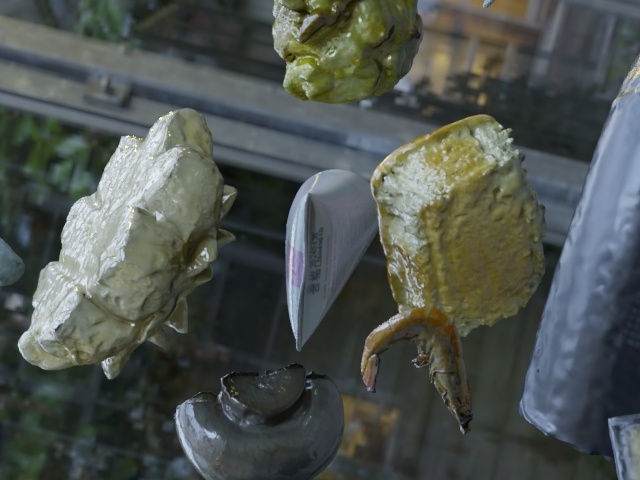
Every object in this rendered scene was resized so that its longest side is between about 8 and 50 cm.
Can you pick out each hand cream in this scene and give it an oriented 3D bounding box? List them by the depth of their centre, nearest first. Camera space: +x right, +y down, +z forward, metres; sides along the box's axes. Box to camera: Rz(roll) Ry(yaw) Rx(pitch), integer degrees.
[{"bbox_3d":[0.000,0.000,1.899,0.358,0.118,0.185,-57,-27,-75],"label":"hand cream"}]

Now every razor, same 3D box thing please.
[{"bbox_3d":[0.282,0.018,1.200,0.107,0.189,0.326,-97,27,-89],"label":"razor"}]

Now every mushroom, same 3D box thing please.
[{"bbox_3d":[-0.057,0.218,1.674,0.141,0.188,0.117,106,148,-57],"label":"mushroom"}]

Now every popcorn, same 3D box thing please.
[{"bbox_3d":[0.035,-0.285,1.912,0.266,0.192,0.233,-4,-81,-65],"label":"popcorn"}]

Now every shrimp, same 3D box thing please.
[{"bbox_3d":[0.086,0.116,1.281,0.127,0.091,0.025,62,177,-17],"label":"shrimp"}]

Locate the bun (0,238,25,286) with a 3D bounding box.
[{"bbox_3d":[-0.364,0.020,1.699,0.045,0.083,0.083,-44,-8,-10],"label":"bun"}]

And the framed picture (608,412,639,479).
[{"bbox_3d":[0.340,0.191,0.798,0.014,0.339,0.255,56,-155,-71],"label":"framed picture"}]

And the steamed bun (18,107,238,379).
[{"bbox_3d":[-0.176,0.010,1.565,0.292,0.137,0.295,-45,22,31],"label":"steamed bun"}]

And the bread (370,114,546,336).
[{"bbox_3d":[0.149,-0.008,1.628,0.245,0.174,0.121,74,170,-45],"label":"bread"}]

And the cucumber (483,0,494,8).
[{"bbox_3d":[0.239,-0.276,1.401,0.250,0.056,0.056,-32,-19,-18],"label":"cucumber"}]
